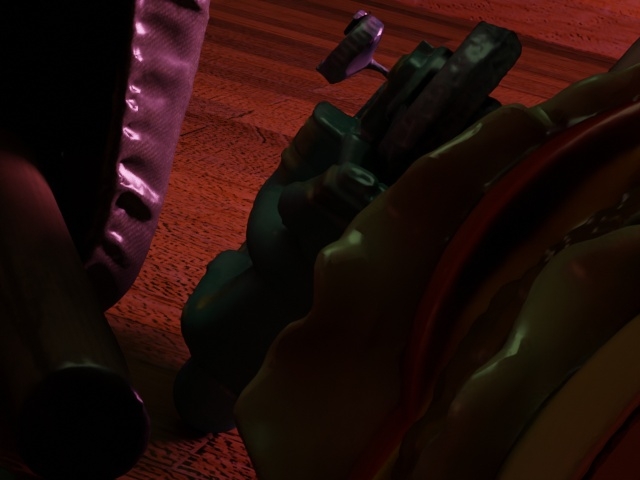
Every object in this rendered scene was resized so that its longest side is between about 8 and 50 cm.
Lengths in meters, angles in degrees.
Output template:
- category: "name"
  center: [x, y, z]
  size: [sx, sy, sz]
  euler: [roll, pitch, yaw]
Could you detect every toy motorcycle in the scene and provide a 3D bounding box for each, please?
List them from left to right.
- category: "toy motorcycle"
  center: [0.000, -0.001, 0.927]
  size: [0.109, 0.198, 0.296]
  euler: [39, -27, 0]

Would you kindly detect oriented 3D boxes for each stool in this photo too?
- category: "stool"
  center: [-0.187, -0.074, 0.847]
  size: [0.310, 0.310, 0.226]
  euler: [8, 21, -17]

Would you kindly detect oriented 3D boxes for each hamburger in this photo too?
- category: "hamburger"
  center: [0.111, 0.079, 0.566]
  size: [0.274, 0.274, 0.212]
  euler: [8, 12, -22]

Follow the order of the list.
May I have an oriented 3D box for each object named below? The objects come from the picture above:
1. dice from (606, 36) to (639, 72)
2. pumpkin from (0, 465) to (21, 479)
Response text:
- category: "dice"
  center: [0.271, -0.012, 0.813]
  size: [0.304, 0.277, 0.304]
  euler: [42, -28, 2]
- category: "pumpkin"
  center: [-0.120, 0.112, 0.451]
  size: [0.190, 0.146, 0.190]
  euler: [34, 26, -19]
